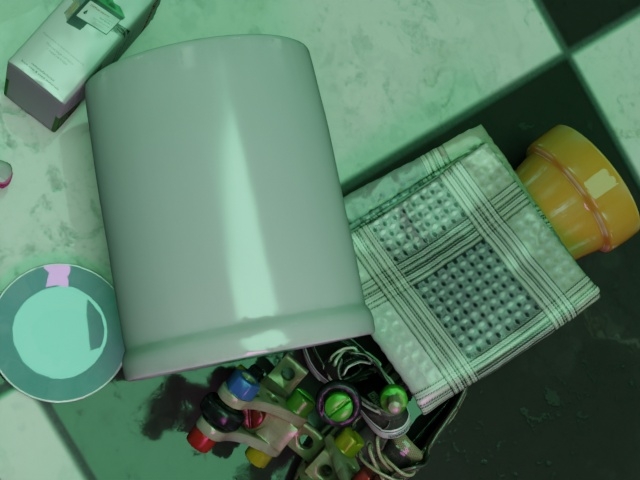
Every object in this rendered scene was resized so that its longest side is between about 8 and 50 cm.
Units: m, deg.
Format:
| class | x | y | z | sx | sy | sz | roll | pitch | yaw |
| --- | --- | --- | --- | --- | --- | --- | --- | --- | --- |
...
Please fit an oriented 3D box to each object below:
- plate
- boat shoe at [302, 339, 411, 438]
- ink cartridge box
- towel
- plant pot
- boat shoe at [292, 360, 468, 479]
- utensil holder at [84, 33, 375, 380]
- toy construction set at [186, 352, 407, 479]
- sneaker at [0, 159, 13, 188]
| class | x | y | z | sx | sy | sz | roll | pitch | yaw |
| --- | --- | --- | --- | --- | --- | --- | --- | --- | --- |
| plate | -0.351 | 0.124 | 1.476 | 0.188 | 0.024 | 0.188 | 3 | 81 | -19 |
| boat shoe | 0.048 | 0.180 | 1.521 | 0.078 | 0.070 | 0.219 | -35 | 51 | -18 |
| ink cartridge box | -0.317 | -0.268 | 1.467 | 0.093 | 0.160 | 0.219 | 39 | 72 | -9 |
| towel | 0.183 | 0.028 | 1.543 | 0.312 | 0.056 | 0.324 | -32 | 74 | -5 |
| plant pot | 0.344 | -0.040 | 1.661 | 0.188 | 0.205 | 0.205 | -36 | 95 | -5 |
| boat shoe | 0.084 | 0.284 | 1.550 | 0.132 | 0.130 | 0.355 | 40 | 72 | -10 |
| utensil holder | -0.127 | -0.035 | 1.420 | 0.328 | 0.327 | 0.385 | -10 | 84 | -20 |
| toy construction set | -0.048 | 0.295 | 1.461 | 0.258 | 0.237 | 0.308 | 14 | 97 | -1 |
| sneaker | -0.508 | -0.152 | 1.416 | 0.252 | 0.103 | 0.111 | 29 | 76 | -14 |
